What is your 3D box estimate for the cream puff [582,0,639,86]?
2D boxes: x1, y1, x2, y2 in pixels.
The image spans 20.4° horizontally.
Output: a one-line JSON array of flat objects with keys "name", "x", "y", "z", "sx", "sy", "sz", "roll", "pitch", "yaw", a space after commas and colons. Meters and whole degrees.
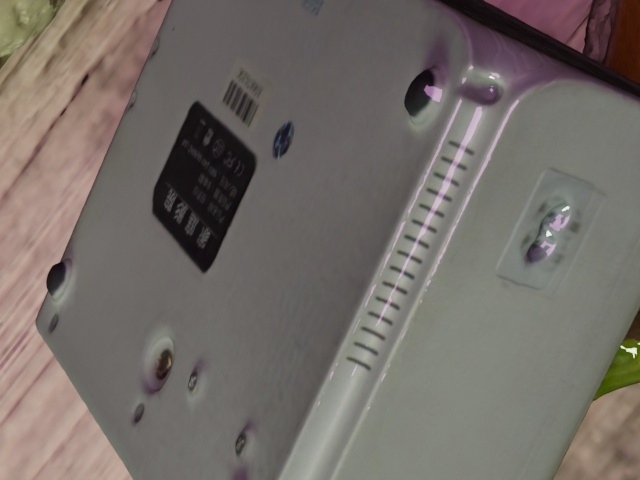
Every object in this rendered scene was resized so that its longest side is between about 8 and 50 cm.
[{"name": "cream puff", "x": 0.156, "y": -0.069, "z": 0.647, "sx": 0.115, "sy": 0.150, "sz": 0.165, "roll": 11, "pitch": 128, "yaw": -1}]

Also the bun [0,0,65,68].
[{"name": "bun", "x": -0.174, "y": -0.153, "z": 0.734, "sx": 0.244, "sy": 0.153, "sz": 0.244, "roll": -9, "pitch": 72, "yaw": 30}]

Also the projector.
[{"name": "projector", "x": 0.000, "y": 0.000, "z": 0.630, "sx": 0.198, "sy": 0.108, "sz": 0.250, "roll": -65, "pitch": 32, "yaw": 12}]

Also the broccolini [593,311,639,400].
[{"name": "broccolini", "x": 0.166, "y": 0.043, "z": 0.670, "sx": 0.392, "sy": 0.074, "sz": 0.079, "roll": -20, "pitch": 76, "yaw": 12}]
